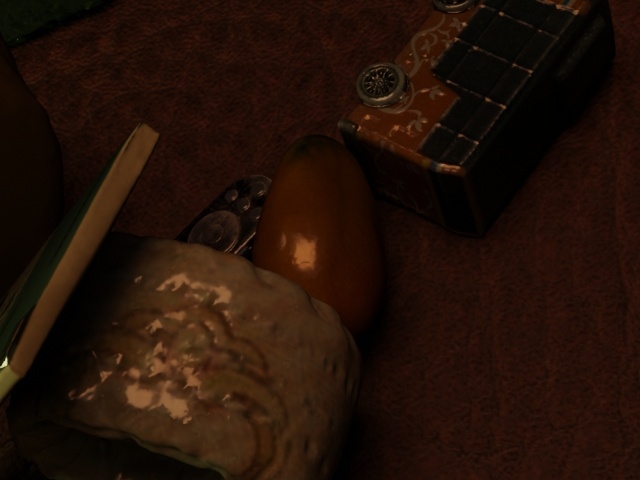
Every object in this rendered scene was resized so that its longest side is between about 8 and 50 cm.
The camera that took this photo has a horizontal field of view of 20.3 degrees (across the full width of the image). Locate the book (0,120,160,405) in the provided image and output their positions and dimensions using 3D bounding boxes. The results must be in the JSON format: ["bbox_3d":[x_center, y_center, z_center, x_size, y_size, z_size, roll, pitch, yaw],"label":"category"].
[{"bbox_3d":[-0.262,0.082,1.516,0.031,0.379,0.264,32,51,-11],"label":"book"}]

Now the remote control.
[{"bbox_3d":[-0.129,0.047,1.767,0.266,0.066,0.090,-44,42,-10],"label":"remote control"}]

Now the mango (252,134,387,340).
[{"bbox_3d":[0.002,0.005,1.693,0.120,0.151,0.221,-9,46,14],"label":"mango"}]

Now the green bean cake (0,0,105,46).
[{"bbox_3d":[-0.354,-0.328,1.995,0.193,0.208,0.107,-22,50,-1],"label":"green bean cake"}]

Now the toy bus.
[{"bbox_3d":[0.162,-0.156,1.764,0.167,0.138,0.275,27,69,28],"label":"toy bus"}]

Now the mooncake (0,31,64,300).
[{"bbox_3d":[-0.487,-0.053,1.707,0.467,0.467,0.262,-32,44,-6],"label":"mooncake"}]

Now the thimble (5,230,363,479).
[{"bbox_3d":[-0.120,0.130,1.559,0.291,0.291,0.195,9,59,22],"label":"thimble"}]
